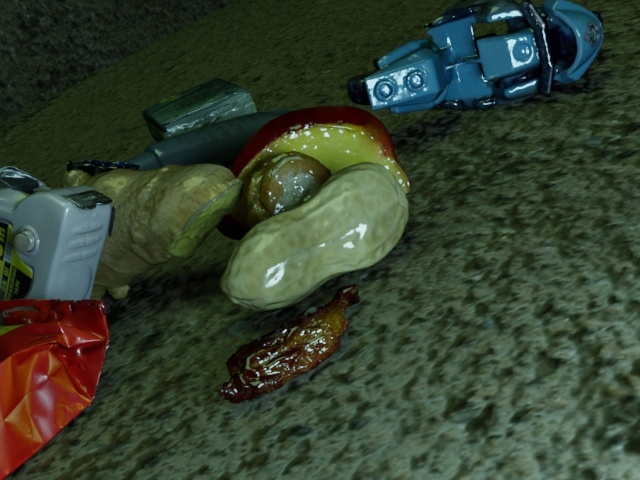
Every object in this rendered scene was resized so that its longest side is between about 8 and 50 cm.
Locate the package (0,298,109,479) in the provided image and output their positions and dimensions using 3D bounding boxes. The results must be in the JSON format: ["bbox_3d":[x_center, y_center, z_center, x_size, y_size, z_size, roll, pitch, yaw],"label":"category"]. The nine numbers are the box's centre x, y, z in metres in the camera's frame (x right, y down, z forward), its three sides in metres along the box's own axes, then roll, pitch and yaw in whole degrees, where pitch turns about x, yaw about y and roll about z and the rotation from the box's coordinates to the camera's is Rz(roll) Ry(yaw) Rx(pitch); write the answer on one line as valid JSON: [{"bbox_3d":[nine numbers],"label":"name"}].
[{"bbox_3d":[-0.416,0.205,1.241,0.196,0.123,0.423,-2,27,38],"label":"package"}]

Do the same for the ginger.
[{"bbox_3d":[-0.245,-0.023,1.537,0.354,0.189,0.126,-15,9,31],"label":"ginger"}]

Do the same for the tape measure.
[{"bbox_3d":[-0.375,0.019,1.486,0.197,0.236,0.120,28,24,27],"label":"tape measure"}]

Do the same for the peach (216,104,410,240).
[{"bbox_3d":[-0.031,-0.098,1.599,0.267,0.158,0.154,-23,14,2],"label":"peach"}]

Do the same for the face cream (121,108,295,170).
[{"bbox_3d":[-0.202,-0.161,2.033,0.385,0.086,0.136,-26,22,-25],"label":"face cream"}]

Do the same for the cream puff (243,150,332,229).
[{"bbox_3d":[-0.036,-0.043,1.475,0.126,0.143,0.103,-5,-3,-20],"label":"cream puff"}]

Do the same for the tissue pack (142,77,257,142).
[{"bbox_3d":[-0.242,-0.248,2.295,0.185,0.081,0.257,-26,19,-10],"label":"tissue pack"}]

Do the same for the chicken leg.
[{"bbox_3d":[-0.023,0.103,1.205,0.219,0.048,0.089,-34,26,-30],"label":"chicken leg"}]

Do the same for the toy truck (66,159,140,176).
[{"bbox_3d":[-0.280,-0.048,1.759,0.177,0.161,0.213,-7,9,-34],"label":"toy truck"}]

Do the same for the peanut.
[{"bbox_3d":[0.000,0.000,1.357,0.257,0.123,0.124,-33,22,-21],"label":"peanut"}]

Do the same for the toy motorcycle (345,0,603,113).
[{"bbox_3d":[0.247,-0.281,1.734,0.416,0.172,0.232,-15,13,-5],"label":"toy motorcycle"}]
